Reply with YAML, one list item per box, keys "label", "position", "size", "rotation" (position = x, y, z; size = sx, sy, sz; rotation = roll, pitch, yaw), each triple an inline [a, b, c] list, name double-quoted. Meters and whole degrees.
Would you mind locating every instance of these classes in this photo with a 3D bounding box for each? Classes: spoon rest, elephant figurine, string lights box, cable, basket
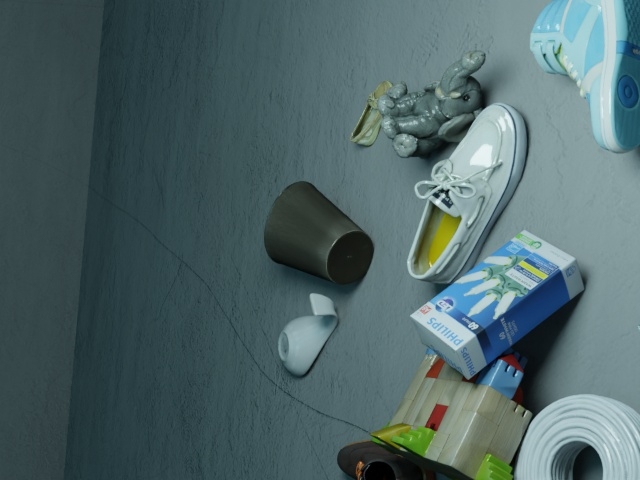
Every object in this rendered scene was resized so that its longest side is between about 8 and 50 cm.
- label: "spoon rest"
  position: [-0.027, 0.213, 2.196]
  size: [0.276, 0.084, 0.137]
  rotation: [123, 141, -51]
- label: "elephant figurine"
  position: [0.245, -0.255, 1.830]
  size: [0.239, 0.186, 0.169]
  rotation: [-22, 101, 24]
- label: "string lights box"
  position: [0.297, 0.104, 1.603]
  size: [0.133, 0.260, 0.077]
  rotation: [36, 157, 52]
- label: "cable"
  position: [0.418, 0.370, 1.486]
  size: [0.257, 0.089, 0.257]
  rotation: [-57, 39, 20]
- label: "basket"
  position: [0.000, 0.000, 2.124]
  size: [0.227, 0.154, 0.204]
  rotation: [33, 111, 48]

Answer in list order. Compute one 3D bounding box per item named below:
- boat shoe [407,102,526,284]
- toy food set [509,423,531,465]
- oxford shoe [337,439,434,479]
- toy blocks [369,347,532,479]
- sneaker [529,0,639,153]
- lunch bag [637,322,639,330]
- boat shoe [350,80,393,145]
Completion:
- label: "boat shoe"
  position: [0.246, -0.085, 1.763]
  size: [0.136, 0.156, 0.367]
  rotation: [42, 118, 39]
- label: "toy food set"
  position: [0.348, 0.358, 1.670]
  size: [0.122, 0.019, 0.078]
  rotation: [-46, 49, 40]
- label: "oxford shoe"
  position: [0.106, 0.455, 1.925]
  size: [0.271, 0.098, 0.097]
  rotation: [-4, 81, 54]
- label: "toy blocks"
  position: [0.255, 0.279, 1.677]
  size: [0.261, 0.191, 0.381]
  rotation: [-61, 15, -13]
- label: "sneaker"
  position: [0.439, -0.278, 1.575]
  size: [0.208, 0.127, 0.319]
  rotation: [-13, 64, 51]
- label: "lunch bag"
  position: [0.528, 0.123, 1.416]
  size: [0.083, 0.071, 0.053]
  rotation: [-49, 43, 41]
- label: "boat shoe"
  position: [0.113, -0.280, 2.096]
  size: [0.056, 0.048, 0.153]
  rotation: [52, 125, 45]
